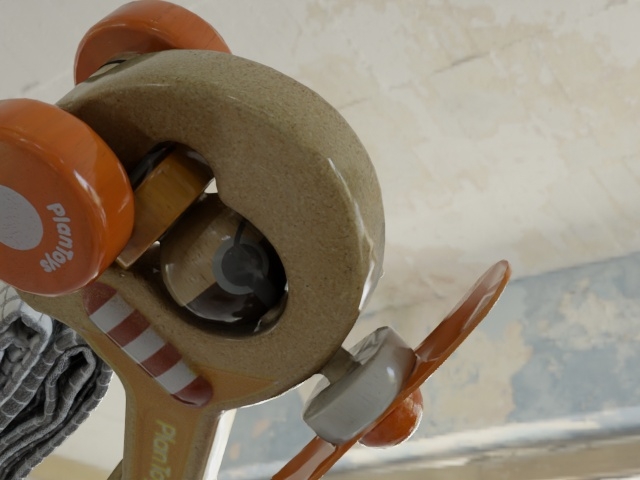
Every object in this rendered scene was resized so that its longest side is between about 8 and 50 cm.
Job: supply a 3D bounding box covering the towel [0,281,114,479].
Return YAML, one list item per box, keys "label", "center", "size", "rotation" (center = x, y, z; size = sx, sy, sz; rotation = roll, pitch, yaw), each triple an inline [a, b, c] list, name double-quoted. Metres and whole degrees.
- label: "towel"
  center: [-0.270, 0.094, 0.869]
  size: [0.121, 0.235, 0.283]
  rotation: [25, -58, -25]

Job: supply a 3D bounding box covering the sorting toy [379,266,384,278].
- label: "sorting toy"
  center: [0.000, 0.000, 0.706]
  size: [0.075, 0.045, 0.083]
  rotation: [-21, -39, -1]

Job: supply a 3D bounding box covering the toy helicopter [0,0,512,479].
- label: "toy helicopter"
  center: [-0.052, 0.070, 0.503]
  size: [0.235, 0.140, 0.355]
  rotation: [21, -51, 8]
